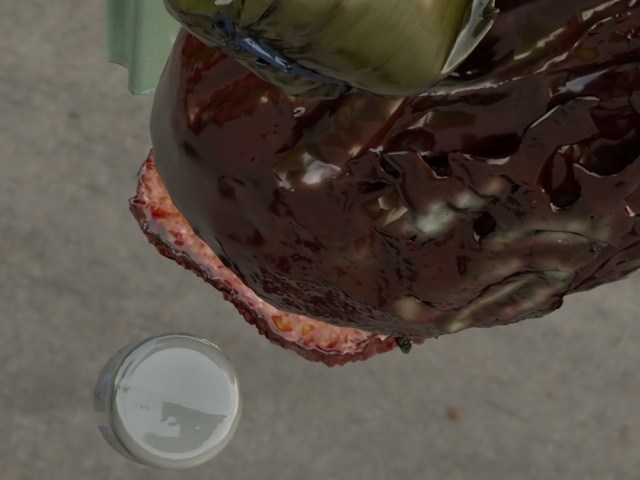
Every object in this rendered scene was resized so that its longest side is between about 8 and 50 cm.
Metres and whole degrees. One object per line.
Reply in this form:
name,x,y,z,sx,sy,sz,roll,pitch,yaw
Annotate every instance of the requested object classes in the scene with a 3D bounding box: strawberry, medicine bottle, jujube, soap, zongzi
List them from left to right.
medicine bottle,-0.127,0.129,1.492,0.107,0.107,0.191,18,-8,-9
soap,-0.088,-0.201,1.293,0.114,0.198,0.063,-19,52,-24
zongzi,-0.026,-0.192,0.668,0.123,0.260,0.289,19,1,-39
strawberry,0.000,0.000,1.383,0.286,0.188,0.106,18,-14,-4
jujube,0.095,-0.086,0.862,0.376,0.258,0.258,-14,4,35
